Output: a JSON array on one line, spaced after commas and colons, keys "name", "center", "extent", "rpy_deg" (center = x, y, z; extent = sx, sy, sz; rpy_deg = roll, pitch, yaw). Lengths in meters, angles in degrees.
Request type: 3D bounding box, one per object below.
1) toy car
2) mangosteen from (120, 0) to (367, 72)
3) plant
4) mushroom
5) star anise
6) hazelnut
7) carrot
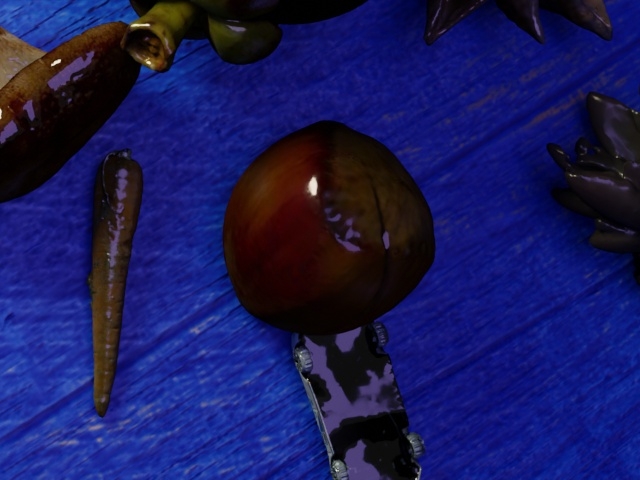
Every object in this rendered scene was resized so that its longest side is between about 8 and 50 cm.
[{"name": "toy car", "center": [0.035, 0.164, 1.662], "extent": [0.095, 0.056, 0.205], "rpy_deg": [-18, 93, -19]}, {"name": "mangosteen", "center": [-0.057, -0.308, 1.510], "extent": [0.297, 0.297, 0.313], "rpy_deg": [18, 124, -17]}, {"name": "plant", "center": [0.384, -0.031, 1.741], "extent": [0.320, 0.194, 0.182], "rpy_deg": [42, 63, -17]}, {"name": "mushroom", "center": [-0.301, -0.159, 1.542], "extent": [0.217, 0.148, 0.227], "rpy_deg": [42, 65, 6]}, {"name": "star anise", "center": [0.159, -0.326, 1.703], "extent": [0.349, 0.109, 0.292], "rpy_deg": [-8, 69, -31]}, {"name": "hazelnut", "center": [0.000, 0.000, 1.603], "extent": [0.208, 0.208, 0.208], "rpy_deg": [1, 87, -19]}, {"name": "carrot", "center": [-0.197, 0.040, 1.598], "extent": [0.049, 0.049, 0.254], "rpy_deg": [4, 90, -19]}]
